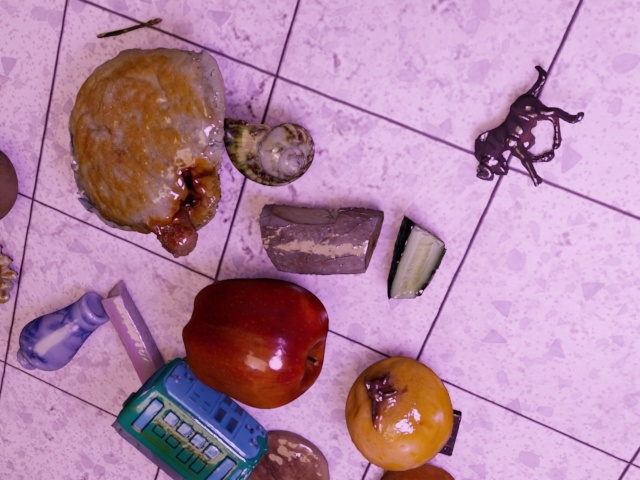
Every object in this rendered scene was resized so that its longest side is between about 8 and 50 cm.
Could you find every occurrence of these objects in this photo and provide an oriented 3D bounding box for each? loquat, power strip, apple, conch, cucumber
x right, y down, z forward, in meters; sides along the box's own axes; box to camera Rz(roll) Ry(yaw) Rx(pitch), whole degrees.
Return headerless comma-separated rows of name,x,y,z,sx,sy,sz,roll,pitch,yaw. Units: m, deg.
loquat,0.164,0.363,1.457,0.244,0.244,0.243,5,109,15
power strip,0.292,0.434,1.552,0.038,0.029,0.111,14,109,12
apple,-0.131,0.212,1.472,0.317,0.288,0.288,12,111,23
conch,-0.106,-0.181,1.393,0.181,0.187,0.124,-7,66,53
cucumber,0.188,0.032,1.421,0.086,0.115,0.192,43,130,47

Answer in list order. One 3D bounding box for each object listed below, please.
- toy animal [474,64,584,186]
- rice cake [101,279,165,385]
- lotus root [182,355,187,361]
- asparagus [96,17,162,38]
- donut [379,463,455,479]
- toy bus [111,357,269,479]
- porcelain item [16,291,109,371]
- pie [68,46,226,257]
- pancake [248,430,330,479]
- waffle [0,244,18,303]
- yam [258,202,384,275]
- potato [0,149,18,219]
toy animal,0.382,-0.201,1.284,0.148,0.084,0.232,29,117,7
rice cake,-0.442,0.274,1.698,0.073,0.056,0.364,-17,103,19
lotus root,-0.309,0.302,1.669,0.099,0.054,0.049,-18,124,24
asparagus,-0.411,-0.453,1.467,0.166,0.013,0.016,-7,117,19
donut,0.228,0.623,1.590,0.227,0.114,0.226,4,108,14
toy bus,-0.286,0.441,1.598,0.343,0.183,0.199,41,110,-6
porcelain item,-0.644,0.232,1.706,0.259,0.141,0.141,-34,96,14
pie,-0.354,-0.214,1.439,0.395,0.180,0.417,23,111,26
pancake,-0.096,0.580,1.703,0.242,0.050,0.241,5,110,16
waffle,-0.881,0.076,1.759,0.223,0.054,0.204,46,114,-1
yam,0.000,0.000,1.430,0.255,0.154,0.153,4,109,11
potato,-0.809,-0.135,1.618,0.178,0.160,0.235,53,131,21
